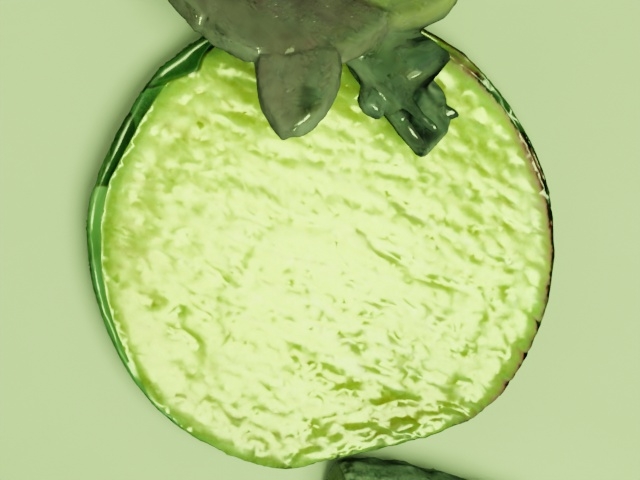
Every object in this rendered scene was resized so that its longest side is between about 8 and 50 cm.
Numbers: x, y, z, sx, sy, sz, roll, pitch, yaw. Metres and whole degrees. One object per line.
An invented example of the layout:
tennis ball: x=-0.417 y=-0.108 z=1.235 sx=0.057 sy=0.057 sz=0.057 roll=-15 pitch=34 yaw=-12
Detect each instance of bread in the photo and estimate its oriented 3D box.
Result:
bread: x=0.000 y=0.000 z=0.846 sx=0.229 sy=0.033 sz=0.228 roll=-1 pitch=96 yaw=-9

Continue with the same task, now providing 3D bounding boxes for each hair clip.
hair clip: x=0.000 y=-0.121 z=0.796 sx=0.146 sy=0.056 sz=0.187 roll=-37 pitch=84 yaw=-22

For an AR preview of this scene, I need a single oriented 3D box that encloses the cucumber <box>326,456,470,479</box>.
cucumber: x=0.054 y=0.142 z=0.857 sx=0.112 sy=0.064 sz=0.064 roll=20 pitch=94 yaw=-10
